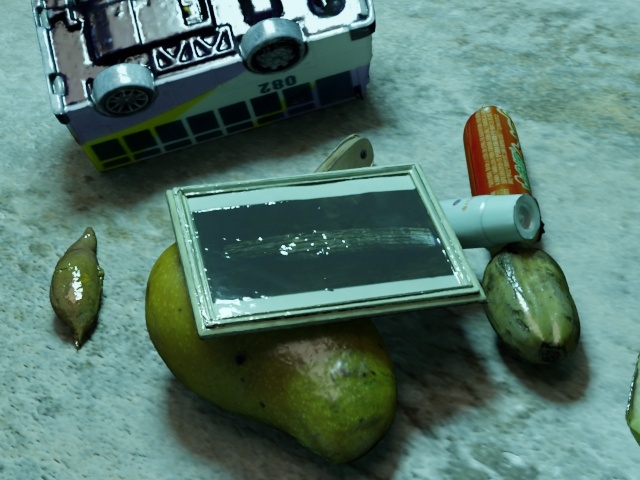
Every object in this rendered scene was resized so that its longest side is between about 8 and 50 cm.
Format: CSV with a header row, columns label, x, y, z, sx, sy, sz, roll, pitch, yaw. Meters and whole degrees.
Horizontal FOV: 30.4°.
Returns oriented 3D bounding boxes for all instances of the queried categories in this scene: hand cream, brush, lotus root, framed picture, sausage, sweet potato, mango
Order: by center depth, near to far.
label,x,y,z,sx,sy,sz,roll,pitch,yaw
framed picture,0.000,0.000,1.214,0.293,0.018,0.231,-7,42,-13
mango,-0.050,0.097,1.224,0.329,0.175,0.177,22,90,36
lotus root,0.217,0.067,1.226,0.089,0.081,0.179,-3,38,-5
hand cream,0.101,-0.009,1.344,0.331,0.058,0.085,-8,37,45
sausage,0.212,-0.088,1.425,0.083,0.083,0.264,-10,37,8
sweet potato,-0.301,0.037,1.464,0.068,0.068,0.226,-14,37,3
brush,-0.052,-0.033,1.467,0.065,0.070,0.327,11,43,45

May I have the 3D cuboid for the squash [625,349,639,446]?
label,x,y,z,sx,sy,sz,roll,pitch,yaw
squash,0.394,0.134,1.026,0.155,0.204,0.237,-13,30,43

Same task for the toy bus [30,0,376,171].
label,x,y,z,sx,sy,sz,roll,pitch,yaw
toy bus,-0.146,-0.269,1.635,0.439,0.249,0.209,-17,66,0
